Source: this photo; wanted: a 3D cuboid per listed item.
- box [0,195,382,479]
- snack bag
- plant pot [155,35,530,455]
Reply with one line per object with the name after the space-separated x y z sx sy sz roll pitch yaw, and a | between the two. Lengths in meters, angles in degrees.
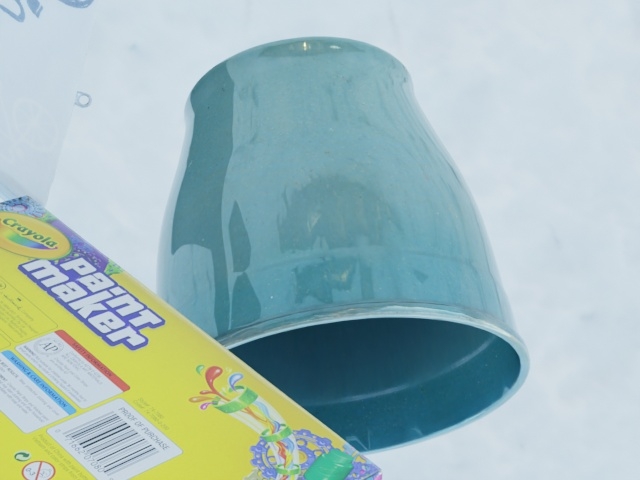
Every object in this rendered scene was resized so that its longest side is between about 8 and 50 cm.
-0.142 0.178 0.796 0.177 0.290 0.279 -21 131 -37 | box
-0.299 -0.212 1.232 0.037 0.343 0.323 -24 132 30 | snack bag
0.000 0.000 1.174 0.271 0.255 0.272 -6 153 -3 | plant pot
